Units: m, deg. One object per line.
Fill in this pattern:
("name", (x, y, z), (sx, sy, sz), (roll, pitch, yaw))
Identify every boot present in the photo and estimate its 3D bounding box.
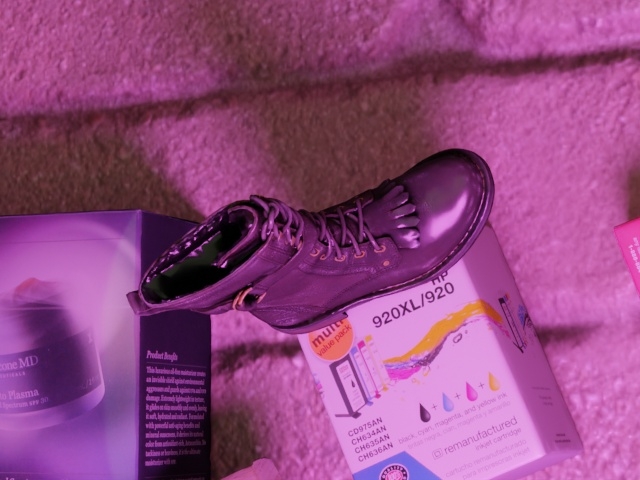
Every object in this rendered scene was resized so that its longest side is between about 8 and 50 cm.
("boot", (0.000, 0.000, 1.265), (0.263, 0.229, 0.091), (-35, 69, 15))

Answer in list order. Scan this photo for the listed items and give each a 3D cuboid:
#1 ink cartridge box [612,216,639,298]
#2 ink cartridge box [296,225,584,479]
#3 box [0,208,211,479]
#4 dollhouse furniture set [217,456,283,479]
("ink cartridge box", (0.397, 0.026, 1.364), (0.237, 0.100, 0.172), (-23, 79, 16))
("ink cartridge box", (0.101, 0.115, 1.428), (0.171, 0.168, 0.232), (-26, 76, 17))
("box", (-0.272, 0.125, 1.560), (0.296, 0.183, 0.294), (-3, 82, 20))
("dollhouse furniture set", (-0.076, 0.435, 1.386), (0.256, 0.362, 0.394), (-23, 68, -17))
